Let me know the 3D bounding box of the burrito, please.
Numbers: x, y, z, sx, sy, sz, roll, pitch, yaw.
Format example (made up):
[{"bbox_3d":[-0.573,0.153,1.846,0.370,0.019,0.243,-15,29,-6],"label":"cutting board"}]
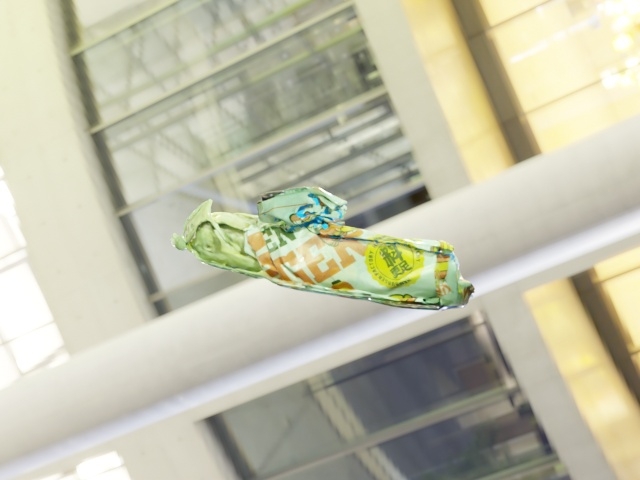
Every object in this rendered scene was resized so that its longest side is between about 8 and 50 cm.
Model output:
[{"bbox_3d":[0.000,0.000,1.135,0.054,0.288,0.104,-53,-33,-56],"label":"burrito"}]
